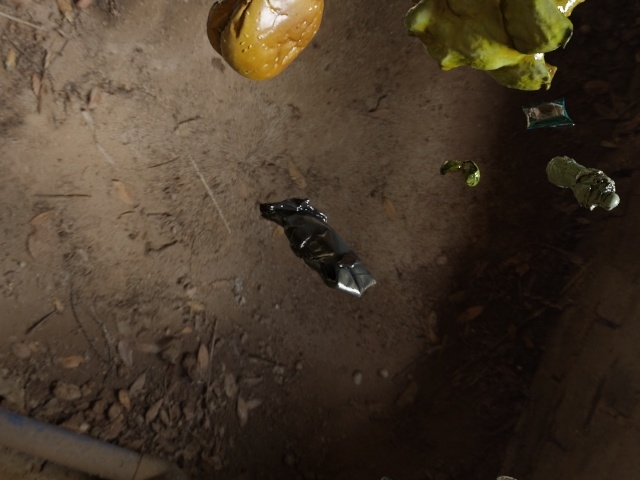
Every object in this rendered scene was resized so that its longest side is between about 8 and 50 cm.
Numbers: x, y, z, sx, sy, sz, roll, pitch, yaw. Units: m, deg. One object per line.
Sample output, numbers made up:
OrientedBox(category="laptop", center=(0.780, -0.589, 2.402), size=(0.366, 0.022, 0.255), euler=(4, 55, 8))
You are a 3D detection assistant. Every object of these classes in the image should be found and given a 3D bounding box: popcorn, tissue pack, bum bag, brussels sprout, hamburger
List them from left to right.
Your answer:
OrientedBox(category="hamburger", center=(-0.126, -0.533, 1.359), size=(0.170, 0.314, 0.290), euler=(44, 103, 12))
OrientedBox(category="bum bag", center=(0.000, 0.000, 0.705), size=(0.087, 0.197, 0.049), euler=(7, 121, -43))
OrientedBox(category="brussels sprout", center=(0.294, -0.147, 1.178), size=(0.083, 0.046, 0.051), euler=(24, 73, 8))
OrientedBox(category="popcorn", center=(0.288, -0.401, 0.896), size=(0.290, 0.325, 0.321), euler=(8, 138, -7))
OrientedBox(category="tissue pack", center=(0.454, -0.249, 1.129), size=(0.085, 0.138, 0.028), euler=(-5, 118, 19))

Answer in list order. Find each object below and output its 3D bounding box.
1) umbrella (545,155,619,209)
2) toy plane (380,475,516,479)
OrientedBox(category="umbrella", center=(0.459, -0.101, 0.988), size=(0.062, 0.143, 0.067), euler=(-1, 126, -36))
OrientedBox(category="toy plane", center=(0.069, 0.227, 0.273), size=(0.107, 0.182, 0.273), euler=(41, 75, -26))
